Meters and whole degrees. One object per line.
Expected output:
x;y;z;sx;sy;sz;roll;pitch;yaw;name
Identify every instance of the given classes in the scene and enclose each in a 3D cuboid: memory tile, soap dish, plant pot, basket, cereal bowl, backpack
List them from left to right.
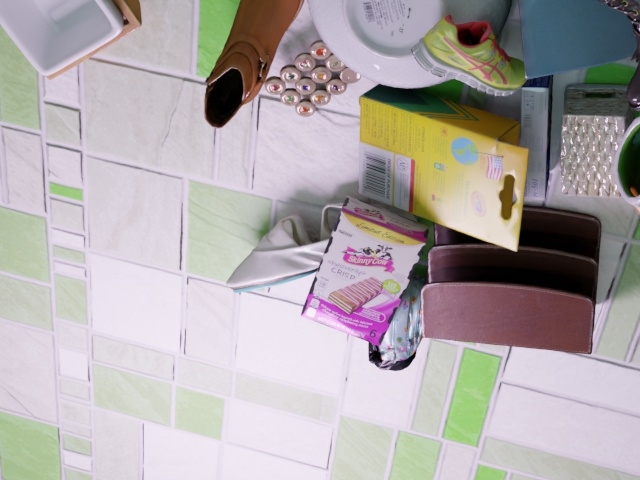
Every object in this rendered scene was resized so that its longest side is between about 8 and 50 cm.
-0.464;-0.449;1.833;0.229;0.118;0.291;-22;114;29;soap dish
-0.013;-0.276;1.846;0.148;0.012;0.113;-34;129;30;memory tile
0.148;0.140;2.041;0.115;0.152;0.182;1;122;-2;backpack
0.131;-0.383;1.675;0.339;0.141;0.339;8;126;11;cereal bowl
0.451;-0.159;1.747;0.113;0.103;0.167;3;125;17;basket
0.413;-0.359;1.590;0.234;0.166;0.165;-5;122;12;plant pot

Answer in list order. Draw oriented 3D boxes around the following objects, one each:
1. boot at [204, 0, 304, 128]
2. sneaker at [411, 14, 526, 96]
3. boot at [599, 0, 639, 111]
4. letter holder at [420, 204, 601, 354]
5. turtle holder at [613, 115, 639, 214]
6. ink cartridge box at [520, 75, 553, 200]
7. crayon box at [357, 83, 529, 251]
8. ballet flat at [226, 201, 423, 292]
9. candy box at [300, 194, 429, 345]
-0.118;-0.335;1.735;0.109;0.220;0.283;26;127;-1;boot
0.244;-0.283;1.614;0.208;0.081;0.094;8;130;-33;sneaker
0.415;-0.330;1.474;0.229;0.091;0.263;18;108;-14;boot
0.339;0.061;1.908;0.302;0.152;0.214;5;123;15;letter holder
0.589;-0.129;1.595;0.227;0.243;0.320;3;160;-16;turtle holder
0.356;-0.179;1.768;0.046;0.097;0.207;4;124;15;ink cartridge box
0.214;-0.126;1.795;0.318;0.081;0.202;23;131;30;crayon box
0.000;0.000;2.004;0.400;0.139;0.139;-12;119;20;ballet flat
0.077;0.056;1.894;0.159;0.071;0.233;20;119;0;candy box
